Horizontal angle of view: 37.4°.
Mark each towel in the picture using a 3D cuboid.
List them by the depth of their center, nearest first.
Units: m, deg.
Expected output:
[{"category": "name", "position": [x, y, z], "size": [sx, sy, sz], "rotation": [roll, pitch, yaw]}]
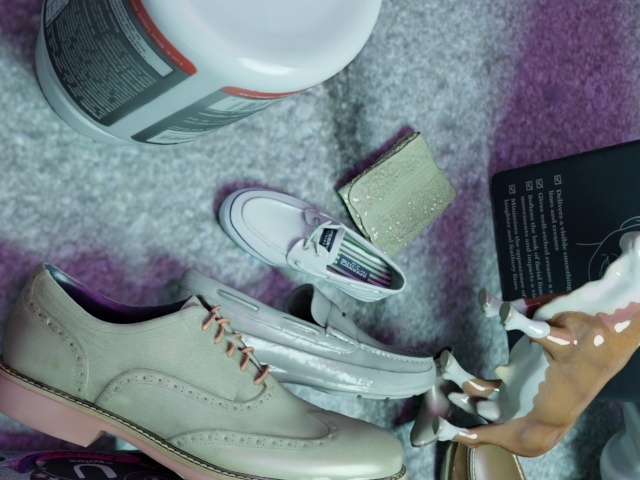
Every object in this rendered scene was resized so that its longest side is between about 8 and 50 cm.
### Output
[{"category": "towel", "position": [0.096, -0.054, 1.139], "size": [0.148, 0.027, 0.110], "rotation": [-40, 106, -28]}]

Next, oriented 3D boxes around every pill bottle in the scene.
[{"category": "pill bottle", "position": [-0.123, -0.197, 0.828], "size": [0.210, 0.363, 0.210], "rotation": [3, 84, -30]}]

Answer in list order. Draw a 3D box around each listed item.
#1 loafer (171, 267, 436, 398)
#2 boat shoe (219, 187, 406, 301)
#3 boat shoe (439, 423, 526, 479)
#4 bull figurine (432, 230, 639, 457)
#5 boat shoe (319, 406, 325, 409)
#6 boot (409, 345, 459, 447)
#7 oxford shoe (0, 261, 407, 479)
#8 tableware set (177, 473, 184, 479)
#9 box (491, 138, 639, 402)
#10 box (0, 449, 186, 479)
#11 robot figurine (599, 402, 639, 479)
[{"category": "loafer", "position": [-0.010, 0.103, 1.011], "size": [0.319, 0.112, 0.111], "rotation": [13, 87, -28]}, {"category": "boat shoe", "position": [0.000, 0.000, 1.047], "size": [0.226, 0.076, 0.083], "rotation": [24, 73, -26]}, {"category": "boat shoe", "position": [0.236, 0.379, 1.120], "size": [0.123, 0.120, 0.324], "rotation": [-14, 92, -31]}, {"category": "bull figurine", "position": [0.247, 0.120, 1.015], "size": [0.188, 0.101, 0.310], "rotation": [12, 123, -14]}, {"category": "boat shoe", "position": [-0.010, 0.346, 0.964], "size": [0.132, 0.130, 0.355], "rotation": [-3, 87, -40]}, {"category": "boot", "position": [0.132, 0.179, 1.113], "size": [0.118, 0.042, 0.087], "rotation": [-34, 121, -56]}, {"category": "oxford shoe", "position": [-0.099, 0.132, 0.856], "size": [0.397, 0.140, 0.146], "rotation": [17, 93, -5]}, {"category": "tableware set", "position": [-0.147, 0.309, 0.960], "size": [0.169, 0.020, 0.141], "rotation": [28, 71, -25]}, {"category": "box", "position": [0.420, 0.031, 1.108], "size": [0.212, 0.395, 0.293], "rotation": [-5, 88, -31]}, {"category": "box", "position": [-0.254, 0.270, 0.812], "size": [0.247, 0.142, 0.163], "rotation": [6, 89, -27]}, {"category": "robot figurine", "position": [0.472, 0.361, 1.198], "size": [0.300, 0.200, 0.353], "rotation": [-10, 106, 12]}]
